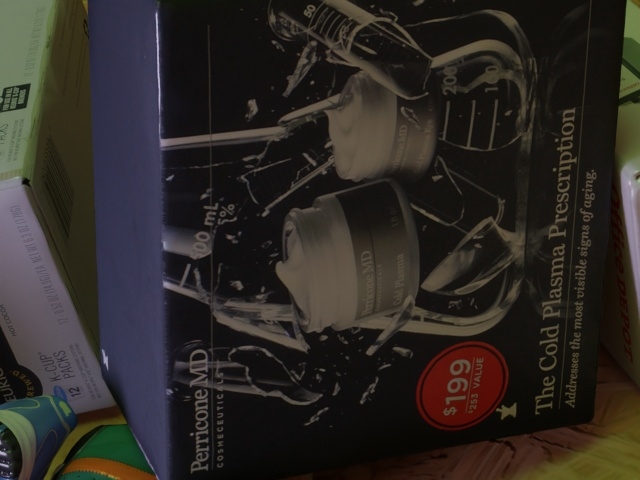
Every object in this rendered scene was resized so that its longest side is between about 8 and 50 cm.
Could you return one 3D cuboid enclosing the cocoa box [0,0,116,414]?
[{"bbox_3d":[-0.293,-0.032,1.597,0.228,0.231,0.347,-12,36,7],"label":"cocoa box"}]

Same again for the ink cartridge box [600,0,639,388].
[{"bbox_3d":[0.220,-0.047,1.425,0.115,0.198,0.273,-20,36,-11],"label":"ink cartridge box"}]

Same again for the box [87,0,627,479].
[{"bbox_3d":[0.018,-0.037,1.299,0.312,0.343,0.179,-8,26,-18],"label":"box"}]

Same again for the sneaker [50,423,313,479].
[{"bbox_3d":[-0.156,0.204,1.343,0.302,0.108,0.121,-27,35,-26],"label":"sneaker"}]

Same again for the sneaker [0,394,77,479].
[{"bbox_3d":[-0.242,0.174,1.385,0.081,0.080,0.211,-29,-6,-46],"label":"sneaker"}]
